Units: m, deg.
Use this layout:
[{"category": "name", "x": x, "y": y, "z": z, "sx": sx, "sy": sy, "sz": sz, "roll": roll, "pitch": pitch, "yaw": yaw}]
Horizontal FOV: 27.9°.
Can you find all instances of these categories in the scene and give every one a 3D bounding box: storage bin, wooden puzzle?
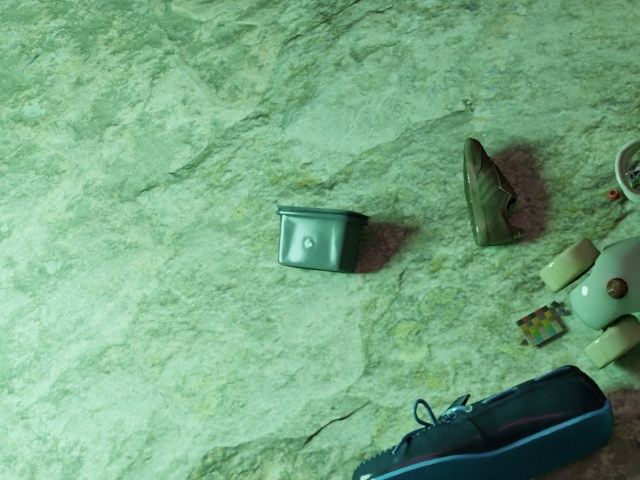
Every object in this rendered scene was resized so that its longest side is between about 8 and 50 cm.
[{"category": "storage bin", "x": 0.000, "y": 0.000, "z": 1.935, "sx": 0.135, "sy": 0.098, "sz": 0.091, "roll": 7, "pitch": 86, "yaw": 26}, {"category": "wooden puzzle", "x": 0.301, "y": 0.118, "z": 1.767, "sx": 0.083, "sy": 0.006, "sz": 0.049, "roll": -29, "pitch": 50, "yaw": 1}]

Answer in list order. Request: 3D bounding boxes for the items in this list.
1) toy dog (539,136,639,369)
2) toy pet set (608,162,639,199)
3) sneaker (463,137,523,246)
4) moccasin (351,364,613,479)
[{"category": "toy dog", "x": 0.441, "y": 0.013, "z": 1.665, "sx": 0.220, "sy": 0.161, "sz": 0.334, "roll": 36, "pitch": 76, "yaw": 2}, {"category": "toy pet set", "x": 0.476, "y": -0.077, "z": 1.799, "sx": 0.114, "sy": 0.065, "sz": 0.122, "roll": -35, "pitch": 50, "yaw": -4}, {"category": "sneaker", "x": 0.253, "y": -0.071, "z": 1.902, "sx": 0.071, "sy": 0.066, "sz": 0.188, "roll": -4, "pitch": 58, "yaw": 0}, {"category": "moccasin", "x": 0.200, "y": 0.259, "z": 1.647, "sx": 0.342, "sy": 0.138, "sz": 0.117, "roll": -16, "pitch": 45, "yaw": -6}]
